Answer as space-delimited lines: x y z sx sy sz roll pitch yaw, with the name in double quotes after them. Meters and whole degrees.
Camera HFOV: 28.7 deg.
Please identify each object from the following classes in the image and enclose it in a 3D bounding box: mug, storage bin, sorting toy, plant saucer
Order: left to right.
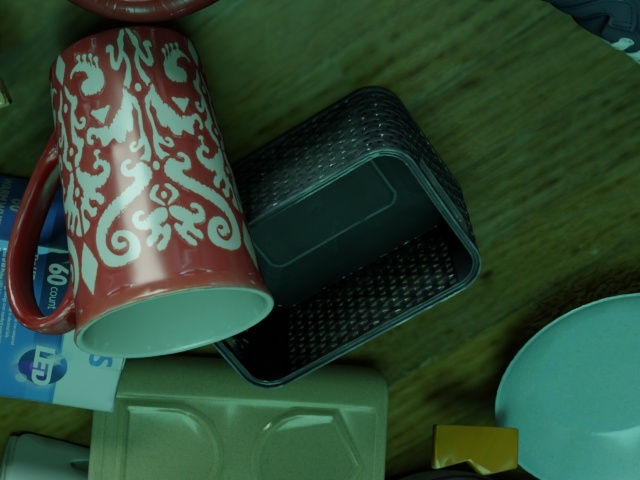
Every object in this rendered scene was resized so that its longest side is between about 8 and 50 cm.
-0.117 -0.026 0.725 0.150 0.169 0.113 -11 161 -8 "mug"
-0.014 0.203 0.904 0.307 0.041 0.229 4 82 -4 "sorting toy"
0.000 0.000 0.819 0.180 0.084 0.122 -30 121 15 "storage bin"
0.224 0.107 0.936 0.194 0.037 0.195 -2 123 -3 "plant saucer"

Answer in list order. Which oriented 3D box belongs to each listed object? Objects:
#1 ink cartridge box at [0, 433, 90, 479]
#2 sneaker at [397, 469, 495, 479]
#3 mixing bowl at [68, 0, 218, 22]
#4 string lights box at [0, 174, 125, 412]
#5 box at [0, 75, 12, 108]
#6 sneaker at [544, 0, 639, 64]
-0.204 0.258 0.981 0.139 0.082 0.191 17 123 -15 "ink cartridge box"
0.164 0.268 0.994 0.305 0.114 0.152 6 126 -7 "sneaker"
-0.098 -0.189 0.676 0.181 0.098 0.181 -2 124 -4 "mixing bowl"
-0.251 0.024 0.821 0.259 0.077 0.133 10 123 -11 "string lights box"
-0.302 -0.115 0.709 0.201 0.021 0.164 -22 106 -1 "box"
0.216 -0.113 0.750 0.282 0.099 0.153 3 122 -10 "sneaker"
